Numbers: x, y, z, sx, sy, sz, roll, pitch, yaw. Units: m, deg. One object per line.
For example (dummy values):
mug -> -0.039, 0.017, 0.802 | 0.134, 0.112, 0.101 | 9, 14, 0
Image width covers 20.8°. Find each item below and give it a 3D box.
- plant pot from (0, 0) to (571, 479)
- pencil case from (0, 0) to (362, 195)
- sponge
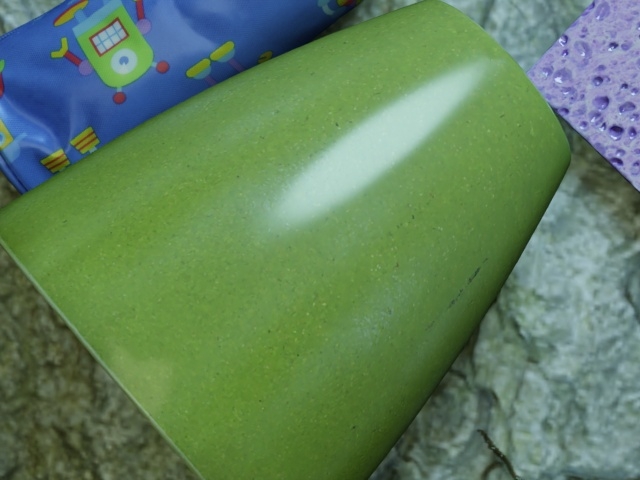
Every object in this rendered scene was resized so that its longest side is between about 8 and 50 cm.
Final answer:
plant pot -> 0.000, 0.000, 1.053 | 0.293, 0.275, 0.275 | -40, 85, -7
pencil case -> -0.087, -0.146, 1.113 | 0.306, 0.119, 0.133 | -38, 90, 10
sponge -> 0.240, -0.073, 1.102 | 0.210, 0.031, 0.117 | 45, 99, 5
